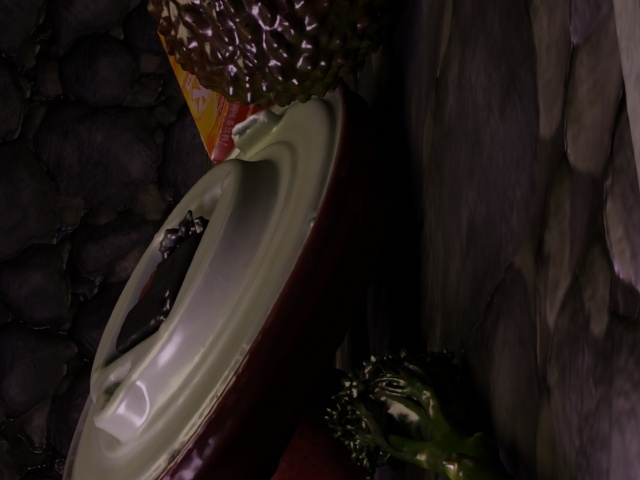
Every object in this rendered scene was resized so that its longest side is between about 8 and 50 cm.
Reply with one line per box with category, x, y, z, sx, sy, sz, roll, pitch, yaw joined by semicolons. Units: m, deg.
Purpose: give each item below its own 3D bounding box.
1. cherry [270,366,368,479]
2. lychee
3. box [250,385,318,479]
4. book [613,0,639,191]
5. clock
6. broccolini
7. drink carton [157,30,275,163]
cherry;-0.018;0.143;1.015;0.106;0.087;0.126;-34;53;46
lychee;-0.026;-0.153;0.933;0.171;0.171;0.171;-178;90;-83
box;-0.039;0.094;0.984;0.126;0.027;0.125;-63;20;-17
book;0.112;-0.143;0.289;0.389;0.032;0.269;103;165;-62
clock;-0.070;0.038;0.979;0.318;0.080;0.318;-49;19;24
broccolini;0.047;0.084;0.651;0.058;0.067;0.216;54;178;-9
drink carton;-0.073;-0.158;1.363;0.223;0.071;0.096;-114;38;-52
